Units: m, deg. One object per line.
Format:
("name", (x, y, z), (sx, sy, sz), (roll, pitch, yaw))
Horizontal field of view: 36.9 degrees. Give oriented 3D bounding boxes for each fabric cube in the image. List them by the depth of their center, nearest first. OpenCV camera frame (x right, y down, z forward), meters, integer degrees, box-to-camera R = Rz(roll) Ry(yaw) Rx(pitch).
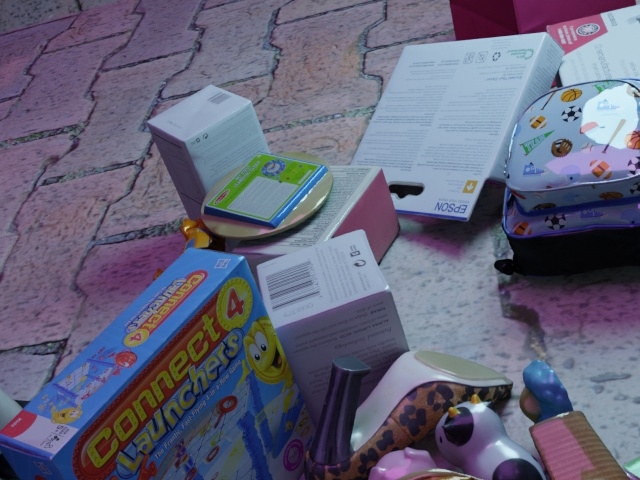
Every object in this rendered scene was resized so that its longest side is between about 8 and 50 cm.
("fabric cube", (0.410, -0.467, 1.807), (0.254, 0.259, 0.258), (-24, 33, -10))

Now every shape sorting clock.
("shape sorting clock", (-0.080, -0.067, 1.434), (0.206, 0.040, 0.206), (-10, 40, 8))

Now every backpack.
("backpack", (0.368, -0.099, 1.301), (0.277, 0.213, 0.263), (-4, 46, 22))

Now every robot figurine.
("robot figurine", (-0.199, 0.091, 1.379), (0.085, 0.211, 0.291), (25, 22, -13))

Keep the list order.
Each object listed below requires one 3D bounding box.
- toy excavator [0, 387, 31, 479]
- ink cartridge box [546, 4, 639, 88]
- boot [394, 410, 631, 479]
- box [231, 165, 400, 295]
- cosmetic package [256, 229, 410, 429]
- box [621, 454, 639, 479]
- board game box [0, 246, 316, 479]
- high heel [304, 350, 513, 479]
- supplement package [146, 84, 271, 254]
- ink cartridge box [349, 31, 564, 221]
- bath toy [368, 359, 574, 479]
("toy excavator", (-0.543, 0.342, 1.192), (0.433, 0.222, 0.445), (15, 59, 41))
("ink cartridge box", (0.574, -0.263, 1.509), (0.385, 0.160, 0.279), (-11, 33, 13))
("boot", (0.149, 0.293, 0.811), (0.295, 0.104, 0.211), (-28, 54, 10))
("box", (0.000, 0.000, 1.447), (0.149, 0.126, 0.232), (3, 39, 32))
("cosmetic package", (0.024, 0.116, 1.210), (0.152, 0.183, 0.151), (-20, 32, 1))
("box", (0.455, 0.205, 0.825), (0.322, 0.058, 0.232), (-19, 27, -25))
("board game box", (-0.151, 0.219, 1.039), (0.086, 0.301, 0.308), (8, 42, 36))
("high heel", (0.104, 0.228, 1.129), (0.261, 0.186, 0.093), (5, 16, -28))
("supplement package", (-0.161, -0.110, 1.584), (0.134, 0.244, 0.139), (-34, 36, -21))
("ink cartridge box", (0.201, -0.176, 1.561), (0.324, 0.071, 0.330), (10, 73, 52))
("bath toy", (0.116, 0.263, 0.998), (0.348, 0.129, 0.151), (-30, 34, -15))
